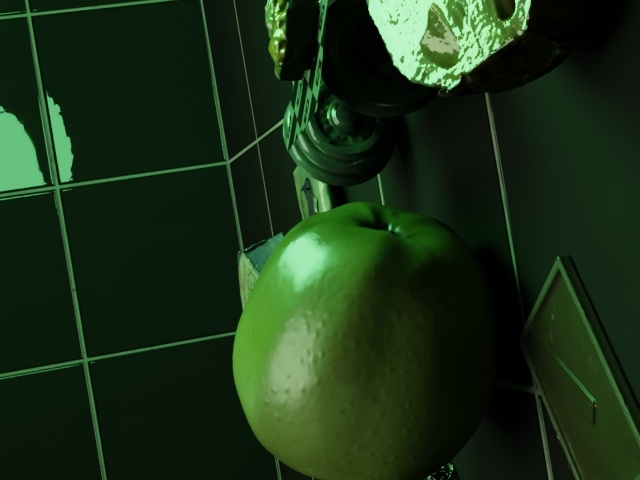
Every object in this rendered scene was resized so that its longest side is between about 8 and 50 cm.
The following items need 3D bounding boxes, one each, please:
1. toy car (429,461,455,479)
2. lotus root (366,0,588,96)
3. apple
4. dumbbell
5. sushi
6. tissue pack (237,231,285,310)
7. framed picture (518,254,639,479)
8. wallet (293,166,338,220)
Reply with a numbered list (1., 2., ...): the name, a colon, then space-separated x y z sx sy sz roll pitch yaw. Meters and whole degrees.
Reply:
1. toy car: 0.176 0.339 1.688 0.093 0.041 0.025 -114 16 -52
2. lotus root: 0.176 -0.271 1.060 0.267 0.149 0.260 -56 45 46
3. apple: 0.064 0.125 1.399 0.357 0.357 0.357 171 90 -77
4. dumbbell: 0.054 -0.202 1.534 0.406 0.179 0.179 122 137 -71
5. sushi: -0.038 -0.269 1.406 0.294 0.059 0.292 137 139 -77
6. tissue pack: -0.025 0.176 2.046 0.344 0.125 0.242 48 154 35
7. framed picture: 0.281 0.166 1.184 0.184 0.016 0.250 99 158 -54
8. wallet: 0.003 0.000 2.120 0.275 0.068 0.335 155 104 -76
